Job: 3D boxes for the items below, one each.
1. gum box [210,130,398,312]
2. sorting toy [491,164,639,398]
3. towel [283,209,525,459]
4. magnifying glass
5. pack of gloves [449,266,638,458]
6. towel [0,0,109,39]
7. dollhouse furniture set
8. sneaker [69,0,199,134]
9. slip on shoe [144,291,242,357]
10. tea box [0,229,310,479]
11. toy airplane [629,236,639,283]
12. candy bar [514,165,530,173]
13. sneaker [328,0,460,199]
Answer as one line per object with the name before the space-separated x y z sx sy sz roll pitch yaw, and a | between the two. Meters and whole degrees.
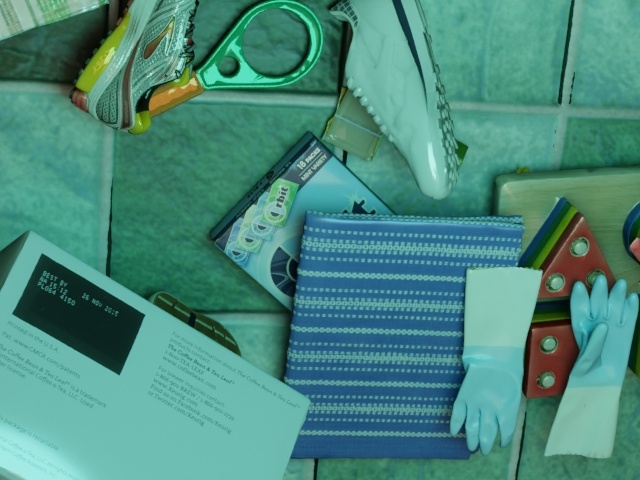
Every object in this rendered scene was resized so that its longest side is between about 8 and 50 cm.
gum box | 0.000 0.000 1.558 0.157 0.041 0.184 -45 112 6
sorting toy | 0.321 0.052 1.600 0.257 0.089 0.255 -4 114 -12
towel | 0.083 0.111 1.575 0.243 0.040 0.336 1 123 -10
magnifying glass | -0.105 -0.178 1.488 0.231 0.026 0.092 -27 112 -4
pack of gloves | 0.245 0.143 1.545 0.195 0.046 0.232 1 113 -9
towel | -0.298 -0.266 1.421 0.152 0.023 0.113 -20 109 -2
dollhouse furniture set | 0.085 -0.117 1.547 0.152 0.058 0.076 26 110 1
sneaker | -0.153 -0.205 1.427 0.093 0.088 0.225 36 107 0
slip on shoe | -0.145 0.106 1.566 0.135 0.051 0.041 36 138 -28
tea box | -0.251 0.201 1.399 0.329 0.323 0.220 33 57 -19
toy airplane | 0.397 -0.001 1.531 0.151 0.028 0.151 -4 107 -13
candy bar | 0.255 -0.016 1.619 0.040 0.018 0.161 -35 112 1
sneaker | 0.080 -0.149 1.475 0.095 0.090 0.235 -15 80 9
